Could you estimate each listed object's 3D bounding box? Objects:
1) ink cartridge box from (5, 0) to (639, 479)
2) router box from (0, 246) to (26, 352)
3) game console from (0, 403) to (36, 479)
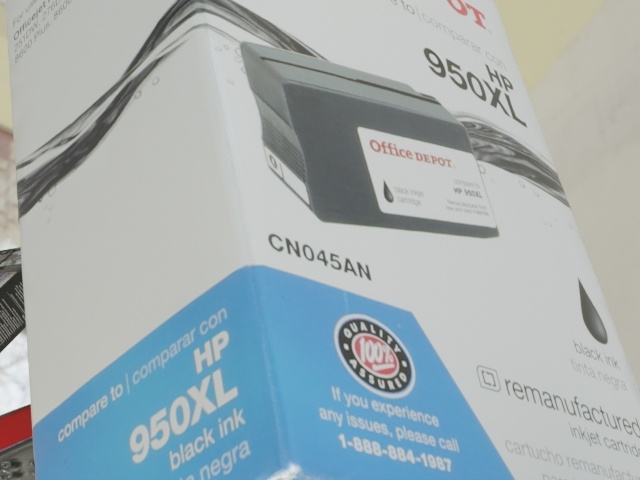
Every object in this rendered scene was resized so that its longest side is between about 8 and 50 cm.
[{"bbox_3d":[0.000,0.000,0.679,0.166,0.285,0.395,-38,-131,32],"label":"ink cartridge box"},{"bbox_3d":[-0.333,0.064,1.188,0.179,0.046,0.133,-8,-149,42],"label":"router box"},{"bbox_3d":[-0.131,0.213,1.210,0.342,0.386,0.060,-21,-118,31],"label":"game console"}]
